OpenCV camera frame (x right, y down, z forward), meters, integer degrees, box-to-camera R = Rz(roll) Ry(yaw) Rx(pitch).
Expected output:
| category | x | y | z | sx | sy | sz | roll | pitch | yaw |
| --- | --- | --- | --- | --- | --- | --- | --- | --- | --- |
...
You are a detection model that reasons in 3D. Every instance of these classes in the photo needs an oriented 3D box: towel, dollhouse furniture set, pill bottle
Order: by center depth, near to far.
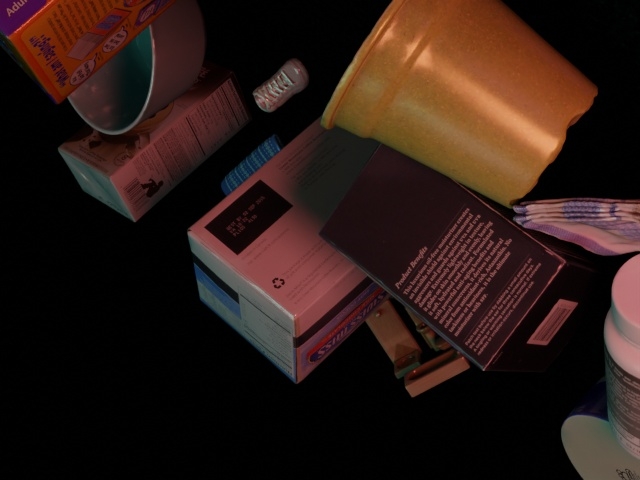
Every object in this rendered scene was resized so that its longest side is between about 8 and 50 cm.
| category | x | y | z | sx | sy | sz | roll | pitch | yaw |
| --- | --- | --- | --- | --- | --- | --- | --- | --- | --- |
| towel | 0.391 | -0.011 | 1.541 | 0.209 | 0.034 | 0.285 | 17 | 169 | -41 |
| pill bottle | 0.450 | 0.153 | 1.731 | 0.161 | 0.161 | 0.283 | 32 | 153 | 35 |
| dollhouse furniture set | 0.163 | 0.171 | 2.320 | 0.123 | 0.144 | 0.151 | 57 | -167 | -18 |
| towel | -0.065 | -0.061 | 2.522 | 0.243 | 0.040 | 0.336 | 52 | 156 | -3 |

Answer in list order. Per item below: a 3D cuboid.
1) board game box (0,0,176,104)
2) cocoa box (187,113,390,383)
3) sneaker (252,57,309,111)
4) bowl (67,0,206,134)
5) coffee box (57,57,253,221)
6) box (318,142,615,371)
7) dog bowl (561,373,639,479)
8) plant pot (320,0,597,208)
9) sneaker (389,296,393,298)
| category | x | y | z | sx | sy | sz | roll | pitch | yaw |
| --- | --- | --- | --- | --- | --- | --- | --- | --- | --- |
| board game box | -0.391 | -0.475 | 1.912 | 0.356 | 0.356 | 0.356 | 46 | 173 | 5 |
| cocoa box | 0.000 | 0.000 | 2.071 | 0.231 | 0.347 | 0.228 | 39 | 156 | 21 |
| sneaker | -0.067 | -0.246 | 2.166 | 0.051 | 0.070 | 0.134 | 52 | 157 | -2 |
| bowl | -0.308 | -0.344 | 2.252 | 0.311 | 0.163 | 0.311 | 17 | 114 | 44 |
| coffee box | -0.289 | -0.192 | 2.364 | 0.168 | 0.297 | 0.119 | 28 | 153 | 40 |
| box | 0.201 | 0.023 | 1.798 | 0.294 | 0.182 | 0.296 | 40 | -169 | 23 |
| dog bowl | 0.494 | 0.325 | 2.004 | 0.265 | 0.104 | 0.265 | 40 | 156 | 22 |
| plant pot | 0.181 | -0.181 | 1.609 | 0.254 | 0.276 | 0.276 | 35 | 157 | 3 |
| sneaker | 0.094 | 0.027 | 2.302 | 0.083 | 0.087 | 0.221 | 40 | 175 | 39 |
